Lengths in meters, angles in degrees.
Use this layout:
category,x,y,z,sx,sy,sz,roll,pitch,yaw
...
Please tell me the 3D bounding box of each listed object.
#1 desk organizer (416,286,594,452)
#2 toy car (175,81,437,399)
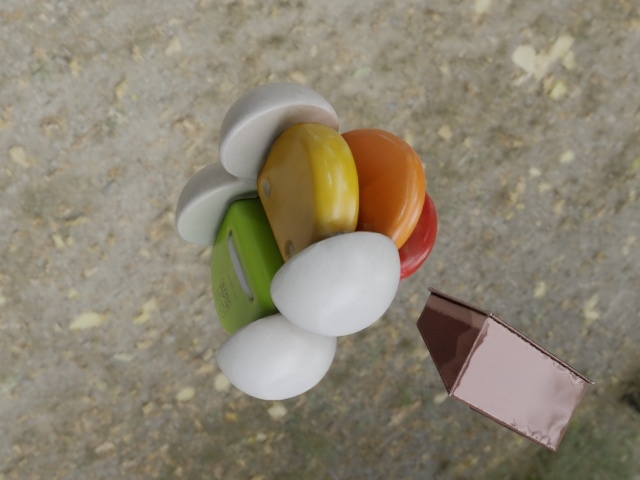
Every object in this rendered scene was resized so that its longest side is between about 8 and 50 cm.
category,x,y,z,sx,sy,sz,roll,pitch,yaw
desk organizer,0.104,0.078,0.615,0.130,0.047,0.050,32,83,-44
toy car,0.000,0.000,0.654,0.136,0.159,0.182,-2,147,-33
